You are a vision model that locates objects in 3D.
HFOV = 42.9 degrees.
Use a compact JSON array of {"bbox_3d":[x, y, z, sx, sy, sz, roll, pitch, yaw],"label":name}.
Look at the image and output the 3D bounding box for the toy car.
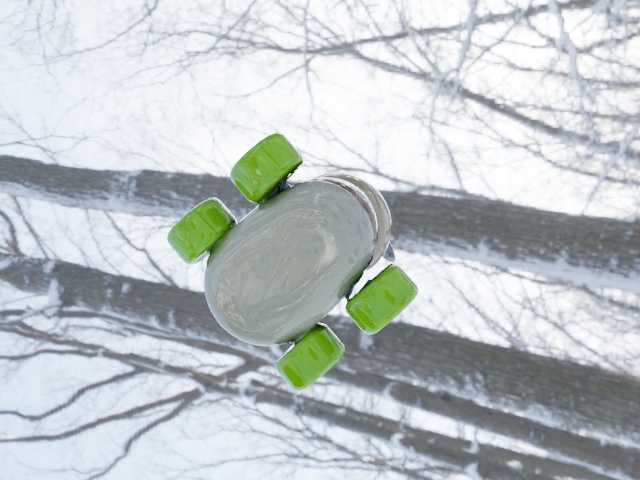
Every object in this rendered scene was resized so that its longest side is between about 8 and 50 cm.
[{"bbox_3d":[0.000,0.000,0.660,0.155,0.149,0.188,49,-156,2],"label":"toy car"}]
